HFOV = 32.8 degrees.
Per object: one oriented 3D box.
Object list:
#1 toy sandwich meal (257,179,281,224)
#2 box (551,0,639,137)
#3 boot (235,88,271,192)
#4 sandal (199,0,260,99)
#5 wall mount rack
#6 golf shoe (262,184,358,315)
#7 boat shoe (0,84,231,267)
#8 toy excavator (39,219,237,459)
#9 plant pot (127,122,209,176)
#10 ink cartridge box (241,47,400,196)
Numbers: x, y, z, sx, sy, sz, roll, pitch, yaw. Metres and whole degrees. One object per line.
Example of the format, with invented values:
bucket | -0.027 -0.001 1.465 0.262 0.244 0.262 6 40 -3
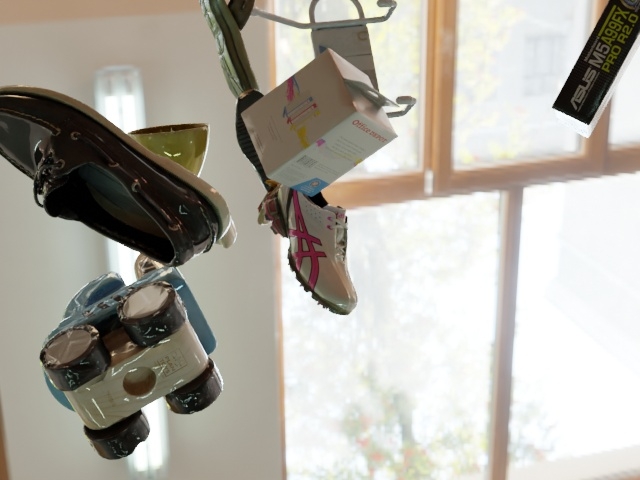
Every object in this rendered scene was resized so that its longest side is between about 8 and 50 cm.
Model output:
toy sandwich meal | -0.067 -0.058 1.498 0.029 0.085 0.085 35 -147 13
box | 0.417 -0.265 1.585 0.060 0.216 0.270 28 -172 11
boot | -0.110 -0.173 1.783 0.077 0.198 0.137 -22 -146 -10
sandal | -0.144 -0.380 1.806 0.086 0.303 0.120 -19 -167 -11
wall mount rack | 0.012 -0.331 2.046 0.304 0.350 0.130 -8 169 -12
golf shoe | 0.000 0.000 1.273 0.067 0.086 0.186 9 -133 -54
boat shoe | -0.278 -0.067 1.283 0.340 0.127 0.113 31 -134 3
toy excavator | -0.310 0.107 1.954 0.433 0.222 0.445 -29 -145 -9
plant pot | -0.242 -0.136 1.775 0.134 0.095 0.134 -6 -168 1
ink cartridge box | 0.006 -0.130 1.173 0.092 0.143 0.090 22 -141 -56
